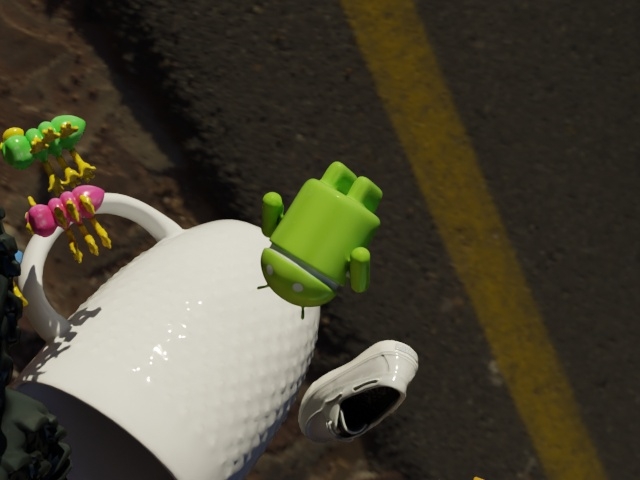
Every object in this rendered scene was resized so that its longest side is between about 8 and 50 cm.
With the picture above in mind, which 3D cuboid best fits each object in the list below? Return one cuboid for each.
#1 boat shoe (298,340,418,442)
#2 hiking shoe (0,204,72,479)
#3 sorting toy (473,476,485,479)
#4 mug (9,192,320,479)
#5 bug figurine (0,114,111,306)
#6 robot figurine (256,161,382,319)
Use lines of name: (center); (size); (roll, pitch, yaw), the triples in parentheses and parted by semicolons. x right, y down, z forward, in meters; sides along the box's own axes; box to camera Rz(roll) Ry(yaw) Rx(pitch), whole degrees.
boat shoe: (0.033, 0.167, 1.440); (0.066, 0.184, 0.063); (37, 44, -19)
hiking shoe: (-0.215, 0.063, 0.698); (0.304, 0.132, 0.113); (89, 16, -46)
sorting toy: (0.206, 0.270, 1.333); (0.193, 0.208, 0.038); (62, 44, -64)
mug: (-0.190, 0.109, 1.698); (0.374, 0.276, 0.328); (46, 59, -12)
bug figurine: (-0.331, -0.039, 1.498); (0.216, 0.072, 0.279); (-22, 144, -11)
robot figurine: (0.000, 0.000, 1.087); (0.115, 0.101, 0.067); (-58, 158, -1)
